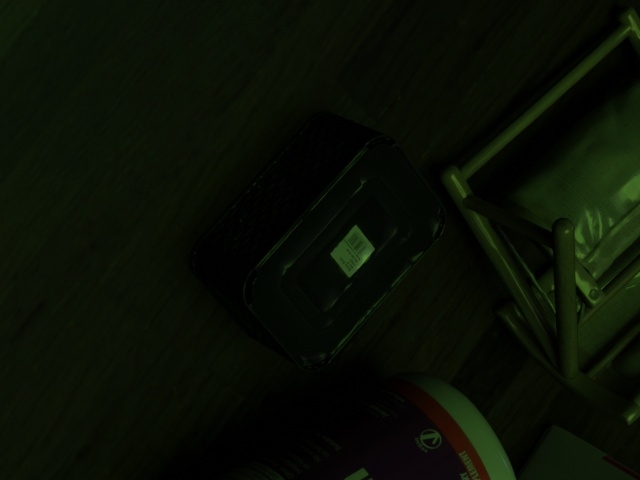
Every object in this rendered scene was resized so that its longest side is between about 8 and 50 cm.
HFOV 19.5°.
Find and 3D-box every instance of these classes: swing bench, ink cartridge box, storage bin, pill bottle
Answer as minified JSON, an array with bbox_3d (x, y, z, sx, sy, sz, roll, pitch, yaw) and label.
[{"bbox_3d":[0.276,-0.022,1.659,0.253,0.165,0.255,-41,132,-18],"label":"swing bench"},{"bbox_3d":[0.314,0.294,1.794,0.237,0.172,0.100,37,85,-39],"label":"ink cartridge box"},{"bbox_3d":[0.000,0.000,1.509,0.180,0.084,0.122,-47,128,-12],"label":"storage bin"},{"bbox_3d":[-0.003,0.252,1.538,0.323,0.181,0.181,-29,122,-25],"label":"pill bottle"}]
